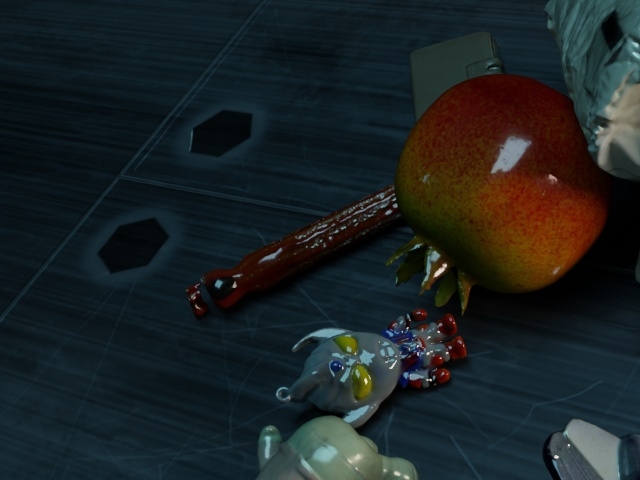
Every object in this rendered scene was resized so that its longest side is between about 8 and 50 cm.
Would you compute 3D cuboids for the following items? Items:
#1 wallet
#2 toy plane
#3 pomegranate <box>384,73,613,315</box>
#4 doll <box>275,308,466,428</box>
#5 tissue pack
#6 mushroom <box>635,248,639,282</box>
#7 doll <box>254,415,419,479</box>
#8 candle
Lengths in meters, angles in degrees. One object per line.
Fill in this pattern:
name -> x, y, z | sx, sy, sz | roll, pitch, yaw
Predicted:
wallet -> 0.168, -0.188, 1.581 | 0.118, 0.038, 0.152 | -12, 46, 16
toy plane -> 0.280, 0.287, 0.989 | 0.204, 0.103, 0.316 | 10, 45, -13
pomegranate -> 0.172, -0.041, 1.306 | 0.256, 0.221, 0.221 | -47, 44, -2
doll -> 0.048, 0.127, 1.295 | 0.195, 0.062, 0.104 | -19, 84, -1
tissue pack -> 0.405, -0.144, 1.215 | 0.376, 0.195, 0.390 | 17, 26, -10
mushroom -> 0.415, -0.001, 1.242 | 0.225, 0.093, 0.116 | -4, 17, -1
doll -> -0.048, 0.251, 1.169 | 0.275, 0.113, 0.155 | -33, 45, -12
candle -> 0.000, 0.000, 1.456 | 0.329, 0.048, 0.051 | -27, 33, -3
